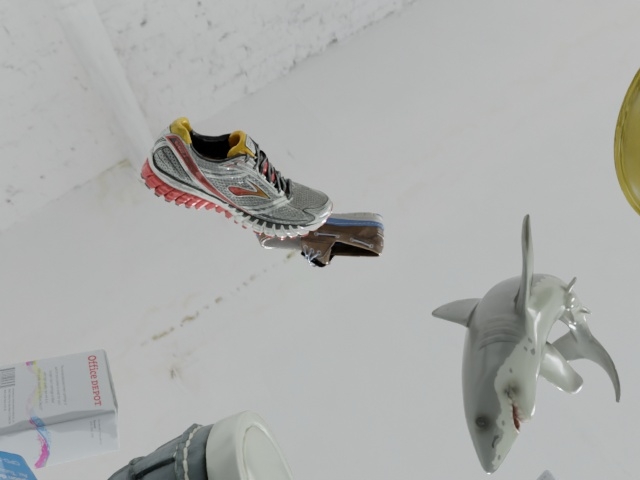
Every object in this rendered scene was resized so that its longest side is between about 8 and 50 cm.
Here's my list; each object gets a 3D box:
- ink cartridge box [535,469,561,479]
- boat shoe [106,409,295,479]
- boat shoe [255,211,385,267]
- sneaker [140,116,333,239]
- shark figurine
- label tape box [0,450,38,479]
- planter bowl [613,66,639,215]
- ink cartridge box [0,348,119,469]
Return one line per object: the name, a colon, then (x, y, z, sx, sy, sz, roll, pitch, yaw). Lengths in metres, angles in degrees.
ink cartridge box: (0.312, 0.428, 0.822, 0.232, 0.066, 0.189, 39, -82, 2)
boat shoe: (-0.031, 0.257, 0.388, 0.099, 0.116, 0.319, -18, -81, 7)
boat shoe: (0.000, 0.000, 0.929, 0.183, 0.066, 0.066, -5, -116, 3)
sneaker: (-0.084, -0.070, 0.758, 0.225, 0.092, 0.088, 17, -149, -24)
shark figurine: (0.157, 0.068, 0.548, 0.116, 0.278, 0.166, -7, -94, 36)
label tape box: (-0.180, 0.200, 0.251, 0.348, 0.249, 0.115, 30, -96, 40)
planter bowl: (0.352, -0.080, 0.509, 0.217, 0.217, 0.090, -11, -153, -1)
ink cartridge box: (-0.240, 0.147, 0.569, 0.122, 0.052, 0.088, -8, -149, -21)
